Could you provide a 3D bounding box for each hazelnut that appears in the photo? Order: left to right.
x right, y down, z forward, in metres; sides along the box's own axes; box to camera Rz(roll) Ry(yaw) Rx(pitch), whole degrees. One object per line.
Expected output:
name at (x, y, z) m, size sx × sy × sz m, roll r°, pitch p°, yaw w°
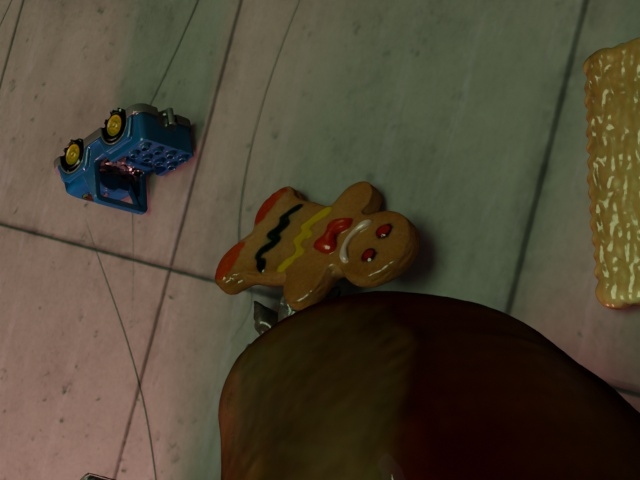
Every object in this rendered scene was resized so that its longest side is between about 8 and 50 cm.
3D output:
hazelnut at (0.091, 0.195, 0.914) m, size 0.366 × 0.366 × 0.365 m, roll -13°, pitch 69°, yaw 39°

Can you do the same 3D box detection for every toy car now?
toy car at (-0.245, -0.093, 1.527) m, size 0.191 × 0.097 × 0.100 m, roll -28°, pitch 62°, yaw 34°

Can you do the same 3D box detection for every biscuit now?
biscuit at (0.000, 0.000, 1.275) m, size 0.250 × 0.036 × 0.165 m, roll 7°, pitch 56°, yaw 46°
biscuit at (0.309, -0.068, 1.064) m, size 0.160 × 0.030 × 0.249 m, roll -14°, pitch 69°, yaw 40°

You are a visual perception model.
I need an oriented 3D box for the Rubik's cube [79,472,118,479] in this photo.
Rubik's cube at (-0.188, 0.409, 1.231) m, size 0.221 × 0.225 × 0.231 m, roll -45°, pitch 44°, yaw 21°

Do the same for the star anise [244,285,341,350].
star anise at (-0.025, 0.126, 1.289) m, size 0.195 × 0.065 × 0.182 m, roll 23°, pitch 94°, yaw 41°
